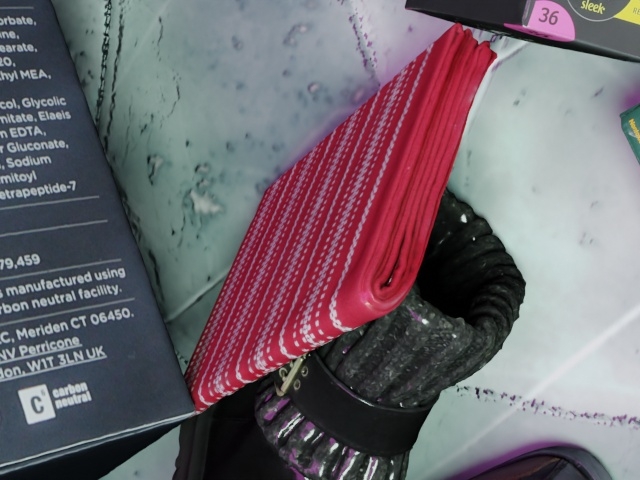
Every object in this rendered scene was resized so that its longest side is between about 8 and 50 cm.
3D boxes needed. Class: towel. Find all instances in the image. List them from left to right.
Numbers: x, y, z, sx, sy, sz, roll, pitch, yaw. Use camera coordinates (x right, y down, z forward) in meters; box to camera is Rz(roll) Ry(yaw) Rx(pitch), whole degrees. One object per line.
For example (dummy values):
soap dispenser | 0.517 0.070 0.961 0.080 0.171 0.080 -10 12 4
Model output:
towel | 0.000 0.000 0.736 0.275 0.031 0.199 -36 27 56

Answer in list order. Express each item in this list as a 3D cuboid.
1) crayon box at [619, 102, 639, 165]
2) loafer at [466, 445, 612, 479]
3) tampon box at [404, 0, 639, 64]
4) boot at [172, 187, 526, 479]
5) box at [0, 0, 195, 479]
crayon box | 0.301 0.015 0.633 0.165 0.081 0.278 -32 73 31
loafer | 0.056 0.228 0.794 0.302 0.095 0.109 -38 70 29
tampon box | 0.142 -0.163 0.680 0.161 0.120 0.101 -141 63 -67
boot | 0.019 0.141 0.726 0.260 0.131 0.348 -43 35 28
box | -0.384 0.015 0.901 0.480 0.297 0.472 -38 70 50
